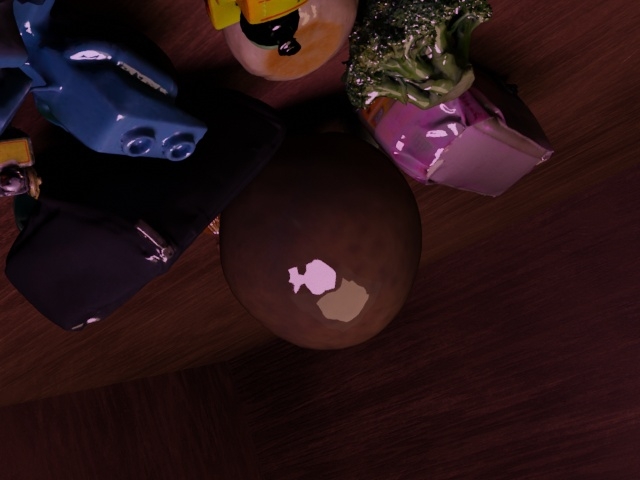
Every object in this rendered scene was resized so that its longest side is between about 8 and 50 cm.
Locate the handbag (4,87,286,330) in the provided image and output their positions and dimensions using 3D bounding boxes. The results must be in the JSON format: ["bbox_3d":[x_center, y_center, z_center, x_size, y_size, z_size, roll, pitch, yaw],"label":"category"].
[{"bbox_3d":[-0.208,-0.065,0.787,0.275,0.178,0.302,-37,-168,49],"label":"handbag"}]

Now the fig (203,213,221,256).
[{"bbox_3d":[-0.164,-0.066,1.067,0.119,0.153,0.119,-21,143,-17],"label":"fig"}]

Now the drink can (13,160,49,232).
[{"bbox_3d":[-0.322,-0.044,0.968,0.118,0.118,0.205,-27,165,25],"label":"drink can"}]

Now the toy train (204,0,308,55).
[{"bbox_3d":[-0.054,-0.249,0.485,0.100,0.160,0.296,-25,167,-9],"label":"toy train"}]

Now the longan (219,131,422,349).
[{"bbox_3d":[0.000,0.000,0.995,0.319,0.319,0.319,-19,166,-5],"label":"longan"}]

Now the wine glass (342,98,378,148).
[{"bbox_3d":[0.074,-0.168,1.147,0.074,0.074,0.262,-20,163,2],"label":"wine glass"}]

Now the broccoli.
[{"bbox_3d":[0.105,-0.229,0.765,0.195,0.156,0.195,-28,176,-2],"label":"broccoli"}]

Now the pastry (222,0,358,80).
[{"bbox_3d":[-0.029,-0.235,0.707,0.156,0.092,0.156,-25,169,-5],"label":"pastry"}]

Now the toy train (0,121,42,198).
[{"bbox_3d":[-0.331,-0.092,0.689,0.060,0.081,0.202,-14,-158,-29],"label":"toy train"}]

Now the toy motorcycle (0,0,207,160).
[{"bbox_3d":[-0.261,-0.118,0.534,0.172,0.232,0.416,-41,158,28],"label":"toy motorcycle"}]

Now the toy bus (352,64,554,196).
[{"bbox_3d":[0.223,-0.174,1.049,0.171,0.162,0.386,-48,153,24],"label":"toy bus"}]
